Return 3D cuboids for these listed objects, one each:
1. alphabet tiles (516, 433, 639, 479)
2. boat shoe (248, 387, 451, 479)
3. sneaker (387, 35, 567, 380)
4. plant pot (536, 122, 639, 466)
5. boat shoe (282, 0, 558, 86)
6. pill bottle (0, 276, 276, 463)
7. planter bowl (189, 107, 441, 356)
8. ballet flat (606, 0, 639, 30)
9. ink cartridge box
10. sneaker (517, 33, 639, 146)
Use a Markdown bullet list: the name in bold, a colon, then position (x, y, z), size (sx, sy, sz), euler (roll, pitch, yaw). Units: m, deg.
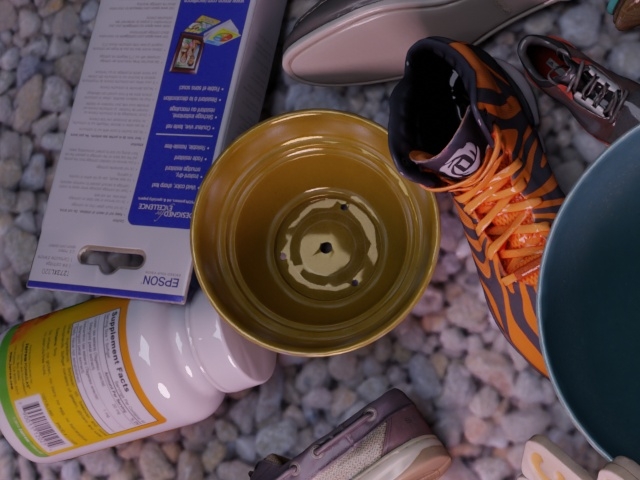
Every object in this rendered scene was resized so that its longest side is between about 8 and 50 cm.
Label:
- **alphabet tiles**: position (0.244, 0.273, 1.221), size (0.021, 0.284, 0.278), euler (-36, 62, -24)
- **boat shoe**: position (-0.022, 0.228, 1.444), size (0.285, 0.103, 0.092), euler (-33, 64, 16)
- **sneaker**: position (0.138, -0.024, 1.345), size (0.124, 0.180, 0.321), euler (-32, 70, 20)
- **plant pot**: position (0.329, 0.053, 1.226), size (0.290, 0.195, 0.290), euler (-4, 81, 27)
- **boat shoe**: position (0.118, -0.230, 1.435), size (0.335, 0.112, 0.095), euler (-20, 56, 18)
- **pill bottle**: position (-0.170, 0.112, 1.512), size (0.246, 0.136, 0.136), euler (-18, 75, 24)
- **planter bowl**: position (0.000, 0.000, 1.451), size (0.217, 0.090, 0.217), euler (-1, 79, 7)
- **ballet flat**: position (0.367, -0.295, 1.319), size (0.124, 0.116, 0.342), euler (32, 95, 7)
- **ink cartridge box**: position (-0.145, -0.117, 1.534), size (0.176, 0.069, 0.371), euler (5, 71, 27)
- **sneaker**: position (0.224, -0.123, 1.379), size (0.158, 0.065, 0.061), euler (34, 99, 27)
